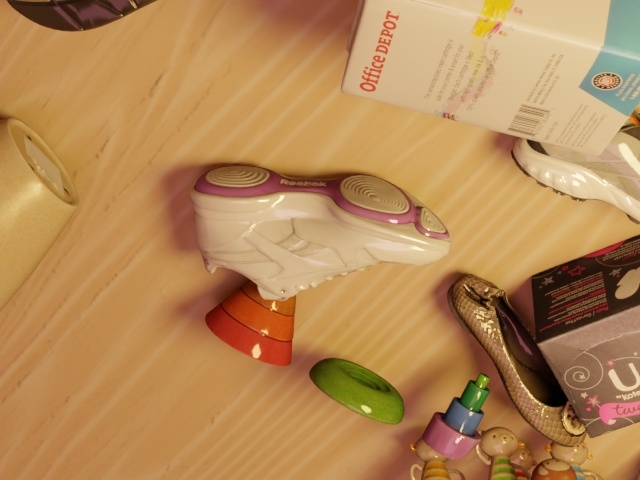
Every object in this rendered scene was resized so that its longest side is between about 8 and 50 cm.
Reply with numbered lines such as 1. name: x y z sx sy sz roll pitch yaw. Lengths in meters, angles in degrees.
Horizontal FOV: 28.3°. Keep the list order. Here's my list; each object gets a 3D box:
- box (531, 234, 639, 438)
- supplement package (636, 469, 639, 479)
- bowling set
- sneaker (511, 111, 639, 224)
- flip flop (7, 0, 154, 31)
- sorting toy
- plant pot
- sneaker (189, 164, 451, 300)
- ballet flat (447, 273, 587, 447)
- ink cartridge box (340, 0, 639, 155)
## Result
1. box: 0.388 0.096 1.456 0.247 0.142 0.163 -23 117 21
2. supplement package: 0.460 0.358 1.592 0.105 0.179 0.105 10 123 1
3. bowling set: 0.271 0.289 1.569 0.287 0.154 0.200 11 141 -15
4. sneaker: 0.350 -0.082 1.375 0.271 0.100 0.108 19 118 -5
5. flip flop: -0.200 -0.300 1.323 0.277 0.080 0.112 -19 114 1
6. sorting toy: 0.046 0.128 1.533 0.365 0.127 0.126 28 99 4
7. plant pot: -0.424 -0.013 1.455 0.274 0.256 0.256 -35 113 7
8. sneaker: 0.000 0.000 1.463 0.305 0.114 0.152 9 118 13
9. ballet flat: 0.245 0.141 1.514 0.058 0.084 0.250 -34 94 42
10. ink cartridge box: 0.176 -0.233 1.198 0.270 0.197 0.198 14 159 -2
